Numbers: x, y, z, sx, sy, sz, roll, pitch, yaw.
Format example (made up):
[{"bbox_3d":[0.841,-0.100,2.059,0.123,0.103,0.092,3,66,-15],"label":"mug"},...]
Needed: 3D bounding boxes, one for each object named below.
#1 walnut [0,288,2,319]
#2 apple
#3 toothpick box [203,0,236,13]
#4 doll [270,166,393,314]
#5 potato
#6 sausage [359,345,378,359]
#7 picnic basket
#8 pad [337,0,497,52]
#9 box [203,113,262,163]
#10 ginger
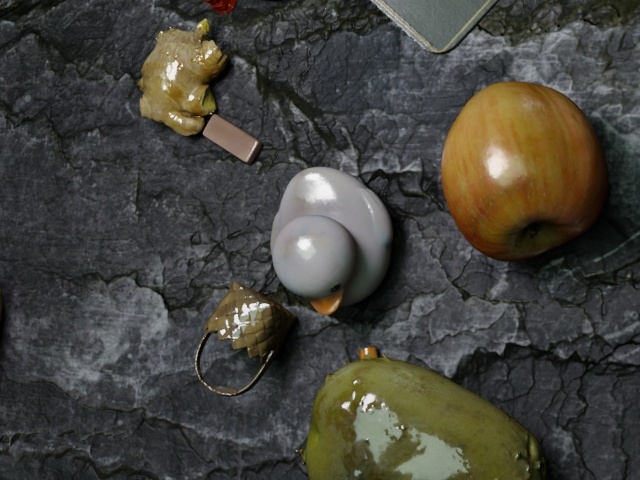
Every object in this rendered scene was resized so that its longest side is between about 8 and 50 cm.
[{"bbox_3d":[-0.736,0.157,2.091,0.277,0.252,0.313,26,95,16],"label":"walnut"},{"bbox_3d":[0.298,-0.105,1.692,0.242,0.242,0.241,-21,58,20],"label":"apple"},{"bbox_3d":[-0.193,-0.448,2.063,0.047,0.083,0.047,-5,78,25],"label":"toothpick box"},{"bbox_3d":[0.000,0.000,1.805,0.221,0.221,0.251,-13,73,22],"label":"doll"},{"bbox_3d":[0.145,0.328,1.658,0.359,0.219,0.269,22,105,20],"label":"potato"},{"bbox_3d":[0.086,0.224,1.815,0.031,0.031,0.107,-17,72,21],"label":"sausage"},{"bbox_3d":[-0.132,0.171,1.867,0.128,0.138,0.178,24,84,27],"label":"picnic basket"},{"bbox_3d":[0.120,-0.486,1.874,0.375,0.063,0.315,43,98,8],"label":"pad"},{"bbox_3d":[-0.157,-0.181,2.020,0.115,0.025,0.048,33,97,27],"label":"box"},{"bbox_3d":[-0.249,-0.304,2.047,0.157,0.102,0.216,20,87,21],"label":"ginger"}]
